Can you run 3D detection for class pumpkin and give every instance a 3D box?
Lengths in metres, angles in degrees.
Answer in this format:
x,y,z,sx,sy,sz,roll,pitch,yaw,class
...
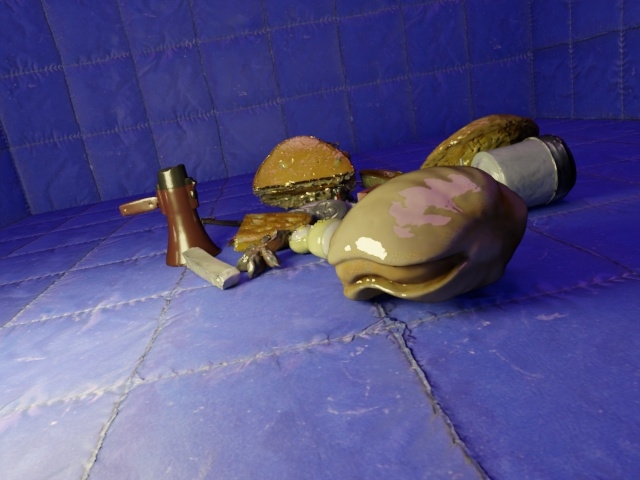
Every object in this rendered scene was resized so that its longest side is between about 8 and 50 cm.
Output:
x,y,z,sx,sy,sz,roll,pitch,yaw,class
0.275,-0.252,2.180,0.217,0.110,0.217,2,13,-1,pumpkin

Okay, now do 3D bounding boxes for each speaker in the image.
x,y,z,sx,sy,sz,roll,pitch,yaw,class
-0.514,-0.081,1.701,0.259,0.329,0.198,-10,14,27,speaker

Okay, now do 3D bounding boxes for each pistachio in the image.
x,y,z,sx,sy,sz,roll,pitch,yaw,class
0.219,-0.005,1.073,0.445,0.281,0.365,-18,20,26,pistachio

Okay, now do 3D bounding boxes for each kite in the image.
x,y,z,sx,sy,sz,roll,pitch,yaw,class
-0.297,0.001,1.812,0.125,0.008,0.222,-23,20,-38,kite

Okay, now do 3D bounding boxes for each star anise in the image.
x,y,z,sx,sy,sz,roll,pitch,yaw,class
-0.181,0.039,1.457,0.171,0.063,0.208,-18,29,21,star anise

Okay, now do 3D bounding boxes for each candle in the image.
x,y,z,sx,sy,sz,roll,pitch,yaw,class
0.604,-0.196,1.547,0.342,0.221,0.221,-16,16,-7,candle

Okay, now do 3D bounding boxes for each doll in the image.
x,y,z,sx,sy,sz,roll,pitch,yaw,class
-0.006,-0.010,1.464,0.296,0.117,0.141,6,40,46,doll

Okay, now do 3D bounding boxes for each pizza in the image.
x,y,z,sx,sy,sz,roll,pitch,yaw,class
-0.147,-0.021,1.662,0.257,0.087,0.268,-2,20,2,pizza

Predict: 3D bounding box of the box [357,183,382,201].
x,y,z,sx,sy,sz,roll,pitch,yaw,class
0.180,-0.100,1.595,0.060,0.156,0.111,15,31,43,box

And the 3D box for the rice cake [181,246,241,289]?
x,y,z,sx,sy,sz,roll,pitch,yaw,class
-0.337,0.080,1.473,0.072,0.056,0.365,-25,21,-27,rice cake

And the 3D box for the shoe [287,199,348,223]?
x,y,z,sx,sy,sz,roll,pitch,yaw,class
0.004,-0.110,1.852,0.245,0.095,0.137,-9,17,28,shoe

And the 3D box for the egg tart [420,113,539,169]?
x,y,z,sx,sy,sz,roll,pitch,yaw,class
0.591,-0.281,1.790,0.443,0.178,0.443,-14,-20,-5,egg tart

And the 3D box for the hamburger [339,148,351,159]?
x,y,z,sx,sy,sz,roll,pitch,yaw,class
0.003,-0.423,2.742,0.304,0.174,0.284,4,7,44,hamburger

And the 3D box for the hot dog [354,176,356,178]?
x,y,z,sx,sy,sz,roll,pitch,yaw,class
0.116,-0.328,2.583,0.140,0.060,0.090,-6,16,-2,hot dog

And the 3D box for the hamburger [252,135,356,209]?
x,y,z,sx,sy,sz,roll,pitch,yaw,class
-0.064,-0.311,2.142,0.445,0.287,0.268,-9,-20,8,hamburger

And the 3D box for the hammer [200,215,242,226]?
x,y,z,sx,sy,sz,roll,pitch,yaw,class
-0.437,-0.082,2.160,0.297,0.027,0.125,6,22,43,hammer

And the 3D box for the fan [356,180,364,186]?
x,y,z,sx,sy,sz,roll,pitch,yaw,class
0.245,-0.291,2.481,0.152,0.008,0.226,-20,19,-29,fan

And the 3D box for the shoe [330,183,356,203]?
x,y,z,sx,sy,sz,roll,pitch,yaw,class
0.088,-0.180,2.008,0.099,0.112,0.227,-8,18,11,shoe

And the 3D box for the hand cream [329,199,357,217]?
x,y,z,sx,sy,sz,roll,pitch,yaw,class
0.132,-0.111,1.817,0.255,0.079,0.048,8,38,43,hand cream
